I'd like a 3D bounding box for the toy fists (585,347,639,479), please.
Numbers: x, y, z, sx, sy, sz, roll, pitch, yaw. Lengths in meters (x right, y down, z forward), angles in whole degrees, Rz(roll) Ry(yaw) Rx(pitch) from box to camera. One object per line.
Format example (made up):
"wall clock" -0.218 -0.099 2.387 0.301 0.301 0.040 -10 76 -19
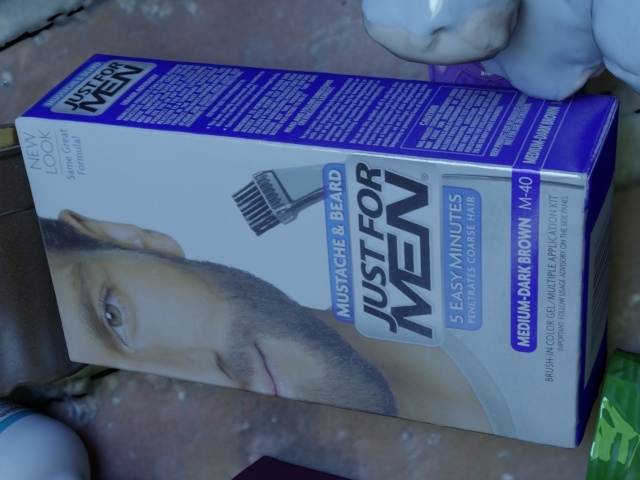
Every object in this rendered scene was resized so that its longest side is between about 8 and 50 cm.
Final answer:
"toy fists" 0.219 0.202 0.722 0.142 0.096 0.279 10 94 17

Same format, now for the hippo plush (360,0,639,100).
"hippo plush" 0.169 -0.178 0.546 0.236 0.234 0.294 34 131 48

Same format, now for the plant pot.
"plant pot" -0.228 0.013 0.841 0.167 0.167 0.165 -4 103 21

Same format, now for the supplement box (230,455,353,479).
"supplement box" -0.021 0.255 0.834 0.104 0.081 0.188 13 102 19

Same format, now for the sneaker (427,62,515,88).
"sneaker" 0.097 -0.161 0.718 0.095 0.104 0.236 1 99 19

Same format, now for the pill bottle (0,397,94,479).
"pill bottle" -0.269 0.175 0.881 0.264 0.146 0.146 20 104 17

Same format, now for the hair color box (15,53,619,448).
"hair color box" 0.000 0.000 0.746 0.339 0.110 0.185 8 124 21
